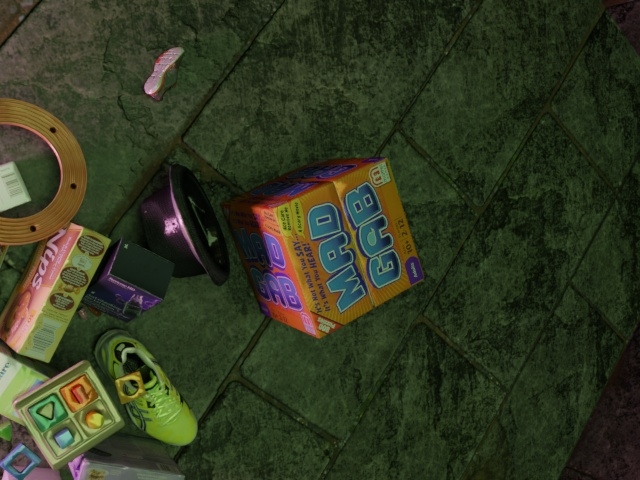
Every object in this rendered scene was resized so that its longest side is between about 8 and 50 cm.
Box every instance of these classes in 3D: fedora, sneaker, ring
[{"bbox_3d":[-0.361,-0.021,1.734,0.152,0.334,0.334,-21,106,5],"label":"fedora"},{"bbox_3d":[-0.402,-0.437,1.770,0.158,0.061,0.065,-59,144,-11],"label":"sneaker"},{"bbox_3d":[-0.702,-0.155,1.521,0.336,0.032,0.337,7,77,-35],"label":"ring"},{"bbox_3d":[-0.449,0.404,1.752,0.145,0.147,0.385,-43,114,-21],"label":"sneaker"}]

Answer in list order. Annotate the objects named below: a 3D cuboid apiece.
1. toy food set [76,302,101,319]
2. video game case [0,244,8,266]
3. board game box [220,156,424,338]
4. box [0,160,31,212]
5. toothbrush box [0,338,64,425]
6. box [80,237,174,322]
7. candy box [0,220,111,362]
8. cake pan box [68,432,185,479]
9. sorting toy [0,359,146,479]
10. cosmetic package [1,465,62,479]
[{"bbox_3d":[-0.587,0.165,1.728,0.122,0.019,0.078,4,92,-37],"label":"toy food set"},{"bbox_3d":[-0.814,0.080,1.512,0.206,0.026,0.227,38,70,-72],"label":"video game case"},{"bbox_3d":[0.000,0.000,1.849,0.356,0.356,0.357,-27,107,-24],"label":"board game box"},{"bbox_3d":[-0.748,-0.121,1.571,0.101,0.087,0.101,-26,105,-25],"label":"box"},{"bbox_3d":[-0.675,0.357,1.585,0.283,0.206,0.122,37,76,-26],"label":"toothbrush box"},{"bbox_3d":[-0.484,0.102,1.661,0.153,0.207,0.108,30,52,-27],"label":"box"},{"bbox_3d":[-0.638,0.108,1.592,0.087,0.182,0.317,34,77,-43],"label":"candy box"},{"bbox_3d":[-0.492,0.552,1.684,0.266,0.245,0.070,20,88,-31],"label":"cake pan box"},{"bbox_3d":[-0.557,0.394,1.510,0.347,0.047,0.196,-32,108,-25],"label":"sorting toy"},{"bbox_3d":[-0.699,0.684,1.588,0.138,0.224,0.224,16,86,-27],"label":"cosmetic package"}]
